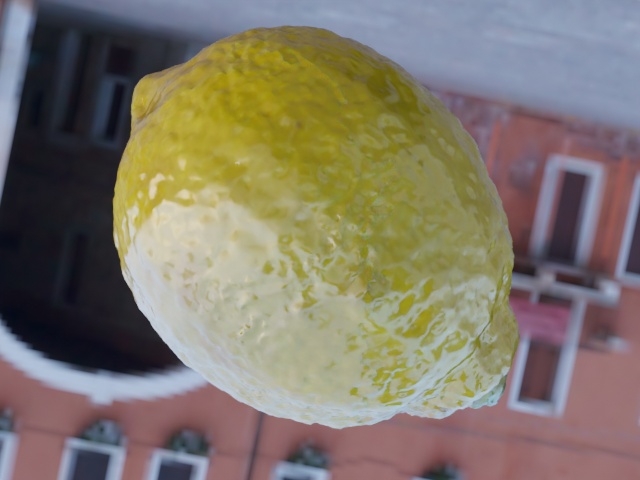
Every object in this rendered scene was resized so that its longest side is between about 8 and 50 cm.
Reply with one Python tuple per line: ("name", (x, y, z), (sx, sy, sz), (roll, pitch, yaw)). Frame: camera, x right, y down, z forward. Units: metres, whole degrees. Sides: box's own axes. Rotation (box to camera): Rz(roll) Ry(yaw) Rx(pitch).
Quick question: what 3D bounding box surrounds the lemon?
("lemon", (0.000, 0.000, 0.742), (0.187, 0.142, 0.142), (42, -178, -2))
